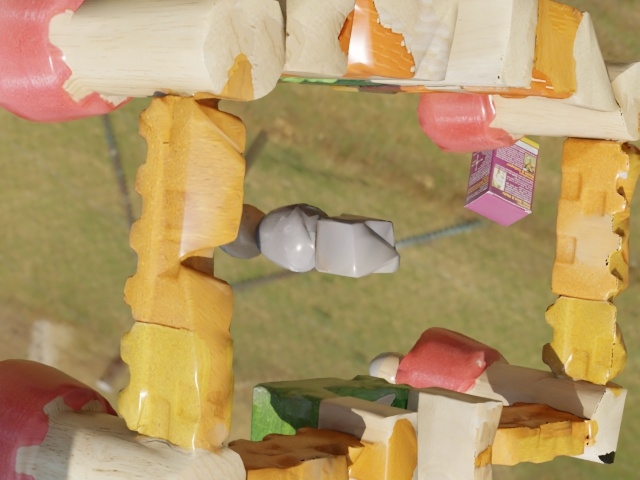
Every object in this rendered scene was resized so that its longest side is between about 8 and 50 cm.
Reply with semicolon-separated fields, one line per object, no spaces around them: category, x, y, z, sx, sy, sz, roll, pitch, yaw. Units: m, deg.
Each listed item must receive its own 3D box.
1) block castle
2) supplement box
block castle;0.000;0.000;0.862;0.213;0.303;0.453;8;-175;41
supplement box;0.182;-0.065;1.445;0.055;0.083;0.043;25;149;-22
